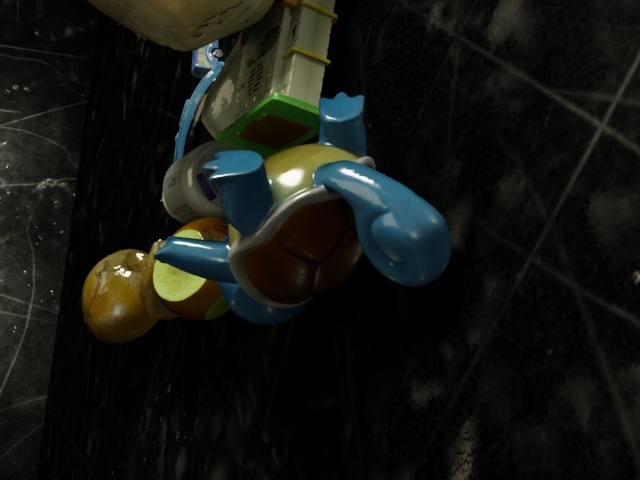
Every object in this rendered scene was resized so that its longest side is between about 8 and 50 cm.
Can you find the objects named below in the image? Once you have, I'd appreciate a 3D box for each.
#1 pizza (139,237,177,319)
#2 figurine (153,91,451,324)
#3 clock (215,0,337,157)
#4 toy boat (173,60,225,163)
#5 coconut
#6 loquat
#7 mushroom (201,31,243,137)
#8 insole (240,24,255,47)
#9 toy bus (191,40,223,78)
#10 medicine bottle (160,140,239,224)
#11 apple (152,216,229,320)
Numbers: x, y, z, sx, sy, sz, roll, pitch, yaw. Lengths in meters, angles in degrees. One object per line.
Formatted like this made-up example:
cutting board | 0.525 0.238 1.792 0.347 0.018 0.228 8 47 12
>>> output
pizza | -0.249 0.056 1.515 0.197 0.058 0.292 -52 -15 -25
figurine | -0.019 -0.033 1.009 0.298 0.243 0.416 -42 11 -32
clock | -0.051 -0.280 1.275 0.220 0.106 0.255 -18 60 60
toy boat | -0.219 -0.234 1.589 0.097 0.100 0.223 46 120 43
coconut | -0.186 -0.463 1.187 0.352 0.353 0.352 -35 50 55
loquat | -0.419 0.124 1.770 0.227 0.179 0.179 -61 31 35
mushroom | -0.117 -0.293 1.420 0.118 0.103 0.270 18 86 58
insole | -0.114 -0.366 1.320 0.065 0.006 0.193 -56 26 34
toy bus | -0.239 -0.411 1.742 0.051 0.061 0.153 137 136 -58
medicine bottle | -0.202 -0.091 1.456 0.215 0.135 0.135 -14 68 63
apple | -0.186 0.040 1.341 0.147 0.163 0.146 -46 72 34
